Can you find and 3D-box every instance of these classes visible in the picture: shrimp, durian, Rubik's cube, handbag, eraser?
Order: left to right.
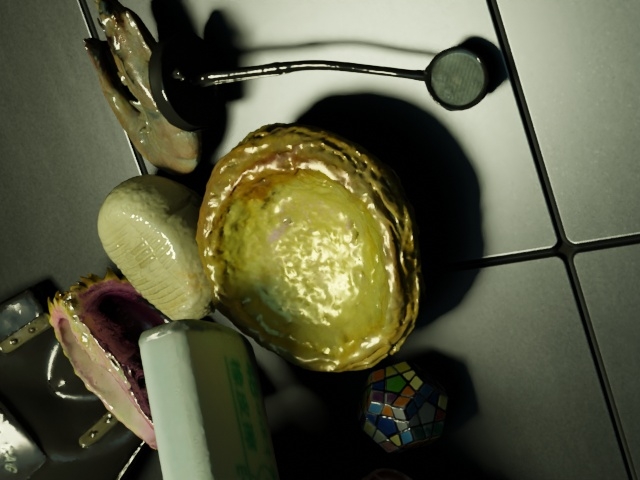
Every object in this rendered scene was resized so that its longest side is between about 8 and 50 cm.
[{"bbox_3d":[-0.390,0.237,1.991,0.288,0.152,0.342,-42,89,19],"label":"handbag"},{"bbox_3d":[-0.214,-0.189,1.744,0.145,0.059,0.254,-11,114,58],"label":"shrimp"},{"bbox_3d":[-0.226,0.158,1.855,0.186,0.154,0.260,-33,85,43],"label":"durian"},{"bbox_3d":[-0.112,0.245,1.672,0.104,0.189,0.290,-18,71,14],"label":"eraser"},{"bbox_3d":[0.093,0.190,1.723,0.111,0.111,0.093,41,99,8],"label":"Rubik's cube"}]

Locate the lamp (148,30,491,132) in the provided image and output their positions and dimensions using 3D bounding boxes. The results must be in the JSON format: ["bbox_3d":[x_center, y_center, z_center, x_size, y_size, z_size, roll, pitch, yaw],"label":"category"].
[{"bbox_3d":[0.004,-0.182,1.642,0.371,0.108,0.130,-6,88,15],"label":"lamp"}]

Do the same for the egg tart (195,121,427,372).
[{"bbox_3d":[0.000,0.000,1.675,0.294,0.123,0.294,12,119,22],"label":"egg tart"}]

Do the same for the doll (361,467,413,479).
[{"bbox_3d":[0.062,0.396,1.759,0.284,0.216,0.268,33,135,17],"label":"doll"}]

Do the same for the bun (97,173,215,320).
[{"bbox_3d":[-0.176,0.005,1.788,0.188,0.111,0.164,49,142,-3],"label":"bun"}]
